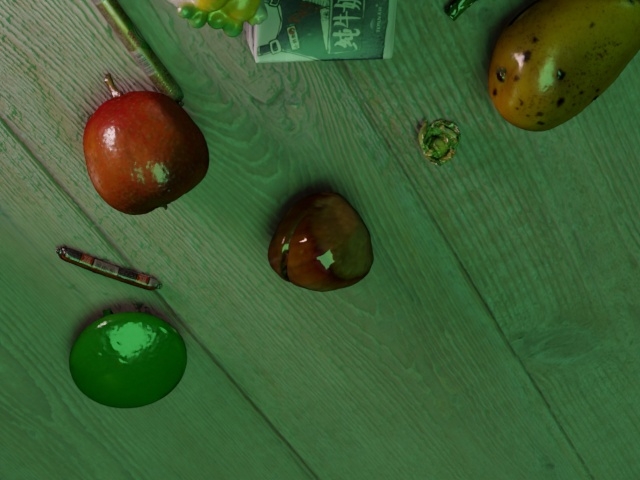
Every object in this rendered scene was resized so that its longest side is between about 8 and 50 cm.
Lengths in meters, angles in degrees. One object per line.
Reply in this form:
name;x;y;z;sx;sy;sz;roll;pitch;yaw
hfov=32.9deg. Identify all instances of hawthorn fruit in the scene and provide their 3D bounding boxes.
hawthorn fruit;-0.280;-0.154;1.677;0.196;0.196;0.225;-25;101;2

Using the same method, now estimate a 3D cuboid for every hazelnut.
hazelnut;0.000;0.000;1.848;0.182;0.182;0.182;-6;123;-10

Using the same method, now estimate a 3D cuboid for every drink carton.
drink carton;-0.001;-0.354;1.658;0.222;0.102;0.134;-3;124;-10

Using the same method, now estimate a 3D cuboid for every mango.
mango;0.398;-0.309;1.755;0.290;0.160;0.191;-34;115;3

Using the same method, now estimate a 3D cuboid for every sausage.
sausage;-0.362;0.050;1.862;0.198;0.025;0.028;21;83;-25
sausage;-0.286;-0.305;1.654;0.033;0.033;0.269;-31;124;6

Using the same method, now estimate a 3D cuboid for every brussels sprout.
brussels sprout;0.204;-0.169;1.853;0.085;0.058;0.085;0;88;-8

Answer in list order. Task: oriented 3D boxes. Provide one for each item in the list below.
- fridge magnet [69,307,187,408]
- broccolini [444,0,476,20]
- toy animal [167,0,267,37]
fridge magnet;-0.342;0.211;1.930;0.208;0.088;0.208;-6;121;-10
broccolini;0.272;-0.435;1.715;0.091;0.068;0.202;41;121;-18
toy animal;-0.151;-0.423;1.492;0.310;0.247;0.183;-15;145;-9
